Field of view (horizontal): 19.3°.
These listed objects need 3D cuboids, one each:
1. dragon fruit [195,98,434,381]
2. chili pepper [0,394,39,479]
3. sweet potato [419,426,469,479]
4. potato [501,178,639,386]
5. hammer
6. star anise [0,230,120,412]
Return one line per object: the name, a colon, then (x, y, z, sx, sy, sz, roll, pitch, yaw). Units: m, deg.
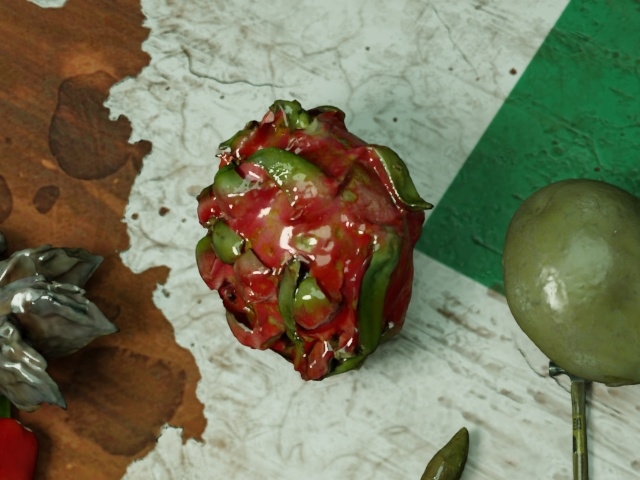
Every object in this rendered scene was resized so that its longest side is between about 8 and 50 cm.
dragon fruit: (-0.012, 0.002, 1.979, 0.237, 0.231, 0.303, -8, 75, -11)
chili pepper: (-0.393, 0.303, 1.956, 0.137, 0.092, 0.368, 20, 65, 28)
sweet potato: (0.119, 0.261, 1.949, 0.041, 0.038, 0.153, 7, 66, 34)
potato: (0.288, 0.044, 1.967, 0.178, 0.160, 0.235, -43, 74, 18)
hammer: (0.274, 0.210, 1.969, 0.062, 0.017, 0.182, -2, 67, 5)
star anise: (-0.375, 0.094, 2.006, 0.331, 0.118, 0.332, -12, 39, 10)
